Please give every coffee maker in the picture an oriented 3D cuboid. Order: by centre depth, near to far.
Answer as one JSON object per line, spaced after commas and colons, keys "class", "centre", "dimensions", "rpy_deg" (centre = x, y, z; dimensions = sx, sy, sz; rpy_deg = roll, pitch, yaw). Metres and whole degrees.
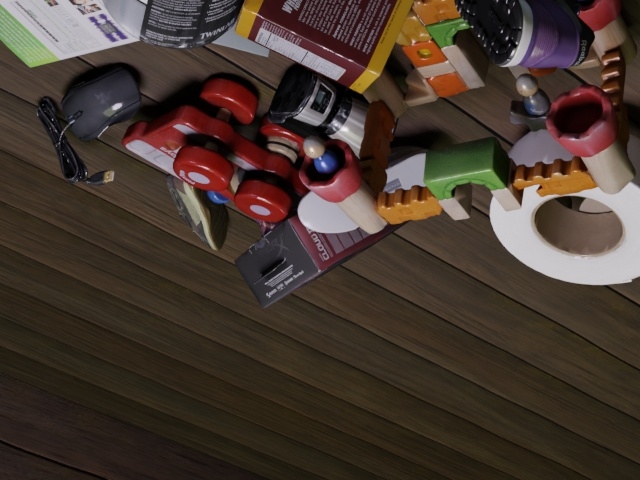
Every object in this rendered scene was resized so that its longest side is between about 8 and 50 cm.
{"class": "coffee maker", "centre": [0.007, -0.196, 1.890], "dimensions": [0.178, 0.120, 0.171], "rpy_deg": [27, 148, -26]}

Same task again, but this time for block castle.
{"class": "block castle", "centre": [0.204, -0.204, 1.616], "dimensions": [0.453, 0.303, 0.213], "rpy_deg": [-9, 145, 31]}

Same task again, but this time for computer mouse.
{"class": "computer mouse", "centre": [-0.397, -0.186, 2.012], "dimensions": [0.262, 0.060, 0.184], "rpy_deg": [-15, 101, 40]}

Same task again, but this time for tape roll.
{"class": "tape roll", "centre": [0.420, -0.054, 1.850], "dimensions": [0.286, 0.100, 0.286], "rpy_deg": [14, 142, 11]}

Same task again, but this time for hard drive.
{"class": "hard drive", "centre": [-0.137, -0.334, 1.793], "dimensions": [0.135, 0.022, 0.094], "rpy_deg": [13, 151, -4]}

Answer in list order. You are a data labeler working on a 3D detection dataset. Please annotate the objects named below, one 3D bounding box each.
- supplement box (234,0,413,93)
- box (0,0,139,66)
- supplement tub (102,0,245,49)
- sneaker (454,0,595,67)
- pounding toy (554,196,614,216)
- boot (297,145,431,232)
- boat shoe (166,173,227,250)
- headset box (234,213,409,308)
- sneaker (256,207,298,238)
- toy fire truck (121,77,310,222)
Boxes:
{"class": "supplement box", "centre": [0.017, -0.328, 1.513], "dimensions": [0.194, 0.191, 0.129], "rpy_deg": [25, 173, -7]}
{"class": "box", "centre": [-0.397, -0.381, 1.770], "dimensions": [0.322, 0.058, 0.232], "rpy_deg": [-8, 146, 29]}
{"class": "supplement tub", "centre": [-0.167, -0.414, 1.466], "dimensions": [0.207, 0.207, 0.338], "rpy_deg": [16, 150, -8]}
{"class": "sneaker", "centre": [0.256, -0.300, 1.466], "dimensions": [0.124, 0.283, 0.107], "rpy_deg": [6, 131, -17]}
{"class": "pounding toy", "centre": [0.515, -0.062, 1.967], "dimensions": [0.237, 0.110, 0.183], "rpy_deg": [-12, 131, 39]}
{"class": "boot", "centre": [0.080, -0.090, 1.969], "dimensions": [0.258, 0.095, 0.123], "rpy_deg": [-19, -166, -4]}
{"class": "boat shoe", "centre": [-0.242, -0.064, 2.269], "dimensions": [0.073, 0.080, 0.223], "rpy_deg": [7, 146, 19]}
{"class": "headset box", "centre": [0.000, 0.000, 2.075], "dimensions": [0.110, 0.293, 0.218], "rpy_deg": [59, 143, 3]}
{"class": "sneaker", "centre": [-0.090, -0.044, 2.216], "dimensions": [0.095, 0.104, 0.236], "rpy_deg": [-12, 143, 38]}
{"class": "toy fire truck", "centre": [-0.168, -0.139, 2.022], "dimensions": [0.302, 0.169, 0.254], "rpy_deg": [29, 157, -29]}
